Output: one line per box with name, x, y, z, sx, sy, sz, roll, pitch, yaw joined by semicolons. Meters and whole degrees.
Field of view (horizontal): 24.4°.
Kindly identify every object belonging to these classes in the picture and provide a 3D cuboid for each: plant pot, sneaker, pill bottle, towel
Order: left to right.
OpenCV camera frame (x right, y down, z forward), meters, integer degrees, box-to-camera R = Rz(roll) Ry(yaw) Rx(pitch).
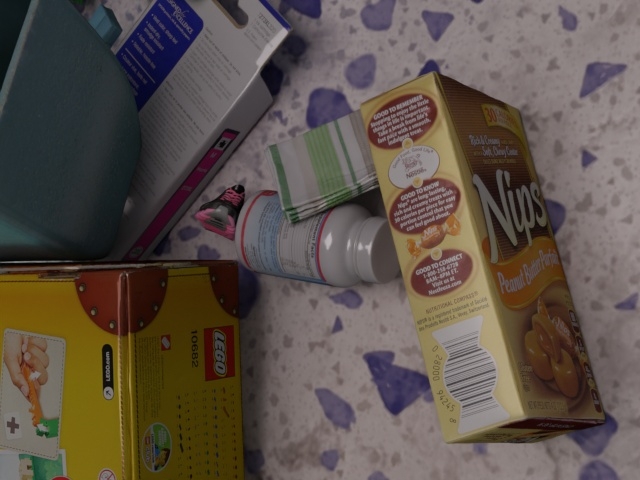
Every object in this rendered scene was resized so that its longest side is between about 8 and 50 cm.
plant pot;-0.324;-0.092;1.519;0.248;0.252;0.247;-1;64;33
sneaker;-0.098;-0.035;1.547;0.047;0.119;0.057;27;84;-1
pill bottle;0.000;0.000;1.488;0.160;0.087;0.087;9;89;32
towel;0.022;-0.086;1.473;0.152;0.023;0.113;-24;46;6

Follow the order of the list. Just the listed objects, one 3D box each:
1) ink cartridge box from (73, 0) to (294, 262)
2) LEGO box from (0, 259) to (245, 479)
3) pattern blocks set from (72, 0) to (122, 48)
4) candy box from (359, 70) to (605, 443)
ink cartridge box;-0.176;-0.138;1.630;0.371;0.069;0.176;-51;61;19
LEGO box;-0.278;0.273;1.529;0.372;0.193;0.500;-1;91;32
pattern blocks set;-0.180;-0.369;1.644;0.325;0.026;0.285;-42;47;27
candy box;0.148;0.021;1.336;0.087;0.183;0.316;-21;73;27
